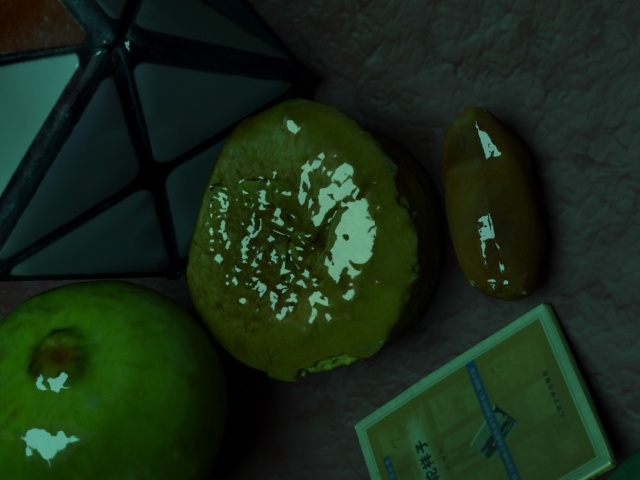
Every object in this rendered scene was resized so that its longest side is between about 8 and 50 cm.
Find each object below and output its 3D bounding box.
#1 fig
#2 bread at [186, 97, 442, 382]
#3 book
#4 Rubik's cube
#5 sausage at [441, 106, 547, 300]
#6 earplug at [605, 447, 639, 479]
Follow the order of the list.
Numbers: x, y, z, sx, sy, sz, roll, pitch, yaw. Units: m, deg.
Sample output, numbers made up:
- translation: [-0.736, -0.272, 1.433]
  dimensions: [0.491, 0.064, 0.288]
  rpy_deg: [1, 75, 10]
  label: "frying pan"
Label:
- translation: [-0.217, 0.192, 1.513]
  dimensions: [0.258, 0.258, 0.326]
  rpy_deg: [44, 156, 26]
  label: "fig"
- translation: [0.000, 0.000, 1.451]
  dimensions: [0.268, 0.146, 0.268]
  rpy_deg: [2, 94, 31]
  label: "bread"
- translation: [0.144, 0.187, 1.402]
  dimensions: [0.242, 0.018, 0.170]
  rpy_deg: [-37, 55, 28]
  label: "book"
- translation: [-0.241, -0.163, 1.520]
  dimensions: [0.305, 0.310, 0.307]
  rpy_deg: [49, 116, 27]
  label: "Rubik's cube"
- translation: [0.157, -0.032, 1.385]
  dimensions: [0.089, 0.089, 0.179]
  rpy_deg: [-14, 79, 33]
  label: "sausage"
- translation: [0.289, 0.307, 1.272]
  dimensions: [0.257, 0.164, 0.280]
  rpy_deg: [-15, 93, -1]
  label: "earplug"
